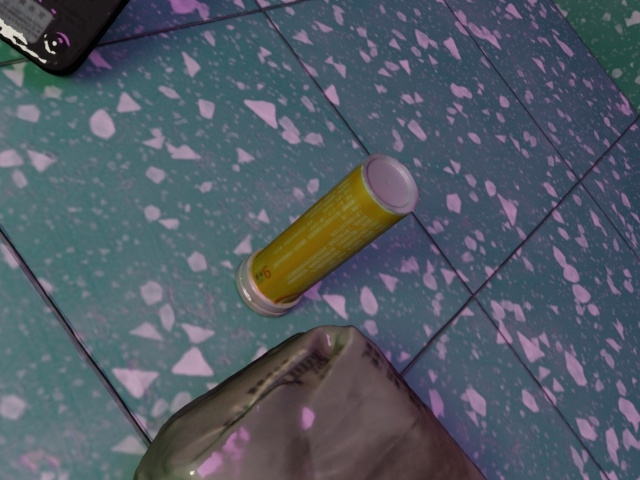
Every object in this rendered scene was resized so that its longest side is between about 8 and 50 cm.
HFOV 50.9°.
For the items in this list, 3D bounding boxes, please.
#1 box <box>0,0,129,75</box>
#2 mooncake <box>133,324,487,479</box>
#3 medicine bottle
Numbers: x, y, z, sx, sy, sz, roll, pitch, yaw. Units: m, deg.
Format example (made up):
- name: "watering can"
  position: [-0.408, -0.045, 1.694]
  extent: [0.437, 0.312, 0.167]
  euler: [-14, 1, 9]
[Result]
- name: "box"
  position: [-0.330, -0.338, 0.629]
  extent: [0.350, 0.058, 0.211]
  euler: [35, 86, -15]
- name: "mooncake"
  position: [-0.001, 0.210, 0.568]
  extent: [0.250, 0.136, 0.254]
  euler: [-36, 93, -45]
- name: "medicine bottle"
  position: [0.000, 0.000, 0.647]
  extent: [0.073, 0.218, 0.074]
  euler: [20, 52, -28]
